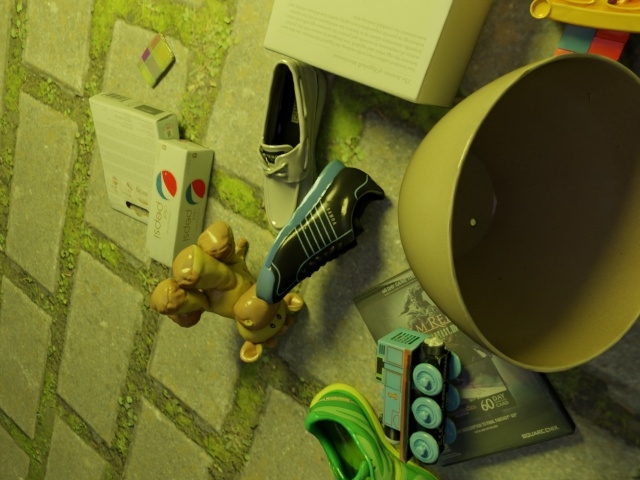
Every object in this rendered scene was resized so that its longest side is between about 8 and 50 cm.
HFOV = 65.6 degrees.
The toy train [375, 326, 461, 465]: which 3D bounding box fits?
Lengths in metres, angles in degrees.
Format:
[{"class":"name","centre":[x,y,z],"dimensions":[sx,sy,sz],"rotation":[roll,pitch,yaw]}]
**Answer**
[{"class":"toy train","centre":[0.129,0.212,0.674],"dimensions":[0.105,0.080,0.184],"rotation":[11,108,39]}]

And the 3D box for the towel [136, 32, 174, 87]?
[{"class":"towel","centre":[-0.298,-0.325,0.897],"dimensions":[0.083,0.009,0.060],"rotation":[-38,80,32]}]

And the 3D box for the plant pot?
[{"class":"plant pot","centre":[0.192,-0.032,0.527],"dimensions":[0.191,0.283,0.285],"rotation":[-160,66,-65]}]

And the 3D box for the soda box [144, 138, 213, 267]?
[{"class":"soda box","centre":[-0.253,-0.067,0.886],"dimensions":[0.073,0.069,0.216],"rotation":[23,111,26]}]

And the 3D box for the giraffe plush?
[{"class":"giraffe plush","centre":[-0.129,0.095,0.780],"dimensions":[0.170,0.210,0.181],"rotation":[37,92,15]}]

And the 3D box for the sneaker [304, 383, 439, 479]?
[{"class":"sneaker","centre":[0.080,0.353,0.730],"dimensions":[0.295,0.123,0.109],"rotation":[45,119,16]}]

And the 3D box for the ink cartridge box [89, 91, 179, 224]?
[{"class":"ink cartridge box","centre":[-0.345,-0.148,0.950],"dimensions":[0.189,0.066,0.233],"rotation":[22,131,26]}]

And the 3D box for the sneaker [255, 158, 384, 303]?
[{"class":"sneaker","centre":[0.000,0.000,0.697],"dimensions":[0.090,0.081,0.232],"rotation":[31,88,17]}]

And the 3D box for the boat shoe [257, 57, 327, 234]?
[{"class":"boat shoe","centre":[-0.051,-0.130,0.736],"dimensions":[0.096,0.088,0.268],"rotation":[21,110,27]}]

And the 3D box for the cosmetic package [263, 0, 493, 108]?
[{"class":"cosmetic package","centre":[0.080,-0.302,0.591],"dimensions":[0.224,0.138,0.225],"rotation":[29,112,24]}]

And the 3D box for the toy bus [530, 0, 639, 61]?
[{"class":"toy bus","centre":[0.315,-0.242,0.466],"dimensions":[0.220,0.149,0.212],"rotation":[22,123,24]}]

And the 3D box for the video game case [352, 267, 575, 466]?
[{"class":"video game case","centre":[0.185,0.162,0.687],"dimensions":[0.196,0.026,0.274],"rotation":[-33,83,32]}]
